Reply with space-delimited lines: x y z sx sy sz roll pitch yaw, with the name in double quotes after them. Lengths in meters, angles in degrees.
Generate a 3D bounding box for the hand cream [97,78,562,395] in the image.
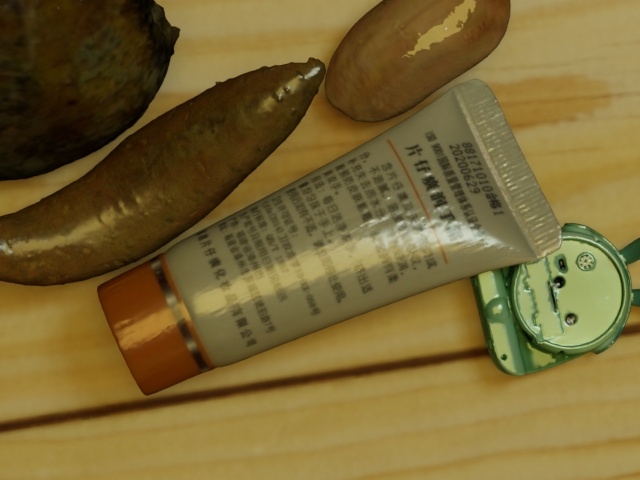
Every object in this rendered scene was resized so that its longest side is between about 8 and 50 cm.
0.000 0.000 1.207 0.314 0.089 0.140 -22 74 1 "hand cream"

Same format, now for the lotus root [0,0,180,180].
-0.265 -0.121 1.174 0.314 0.210 0.142 5 76 12 "lotus root"

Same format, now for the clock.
0.178 0.035 1.235 0.135 0.041 0.101 -15 88 -2 "clock"

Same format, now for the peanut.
0.068 -0.141 1.225 0.152 0.076 0.076 -36 89 10 "peanut"

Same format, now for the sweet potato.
-0.146 -0.031 1.200 0.346 0.108 0.079 -26 58 2 "sweet potato"
